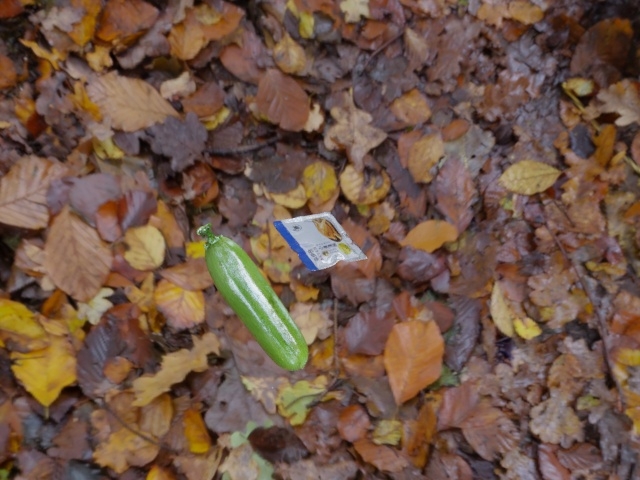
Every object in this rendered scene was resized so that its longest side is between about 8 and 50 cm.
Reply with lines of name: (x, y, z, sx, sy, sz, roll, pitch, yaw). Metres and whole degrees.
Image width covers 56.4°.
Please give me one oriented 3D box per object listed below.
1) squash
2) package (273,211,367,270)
squash: (-0.148, 0.125, 1.287, 0.101, 0.101, 0.379, -34, 93, -11)
package: (0.000, 0.000, 1.376, 0.173, 0.027, 0.171, -10, 49, -38)
